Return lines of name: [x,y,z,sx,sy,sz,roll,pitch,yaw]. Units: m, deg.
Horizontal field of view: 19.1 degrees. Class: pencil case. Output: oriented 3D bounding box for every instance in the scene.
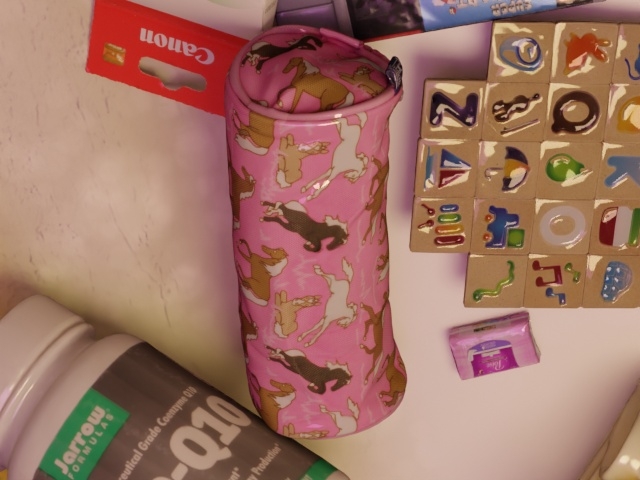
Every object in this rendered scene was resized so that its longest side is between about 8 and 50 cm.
pencil case: [0.000,0.000,1.734,0.167,0.160,0.386,-10,125,-13]

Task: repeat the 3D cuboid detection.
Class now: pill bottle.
pill bottle: [-0.168,0.217,1.820,0.361,0.204,0.204,32,115,10]

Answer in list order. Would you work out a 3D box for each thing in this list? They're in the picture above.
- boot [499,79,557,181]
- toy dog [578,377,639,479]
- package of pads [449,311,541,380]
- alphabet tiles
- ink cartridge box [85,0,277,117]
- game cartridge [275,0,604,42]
boot: [0.191,-0.091,1.768,0.099,0.045,0.121,38,119,-10]
toy dog: [0.411,0.361,1.774,0.408,0.395,0.284,30,105,1]
package of pads: [0.171,0.104,1.865,0.083,0.032,0.050,-14,111,12]
alphabet tiles: [0.257,-0.066,1.757,0.342,0.011,0.285,0,114,-7]
ink cartridge box: [-0.130,-0.219,1.708,0.181,0.056,0.225,19,119,12]
game cartridge: [0.116,-0.301,1.674,0.355,0.068,0.230,-9,109,10]
